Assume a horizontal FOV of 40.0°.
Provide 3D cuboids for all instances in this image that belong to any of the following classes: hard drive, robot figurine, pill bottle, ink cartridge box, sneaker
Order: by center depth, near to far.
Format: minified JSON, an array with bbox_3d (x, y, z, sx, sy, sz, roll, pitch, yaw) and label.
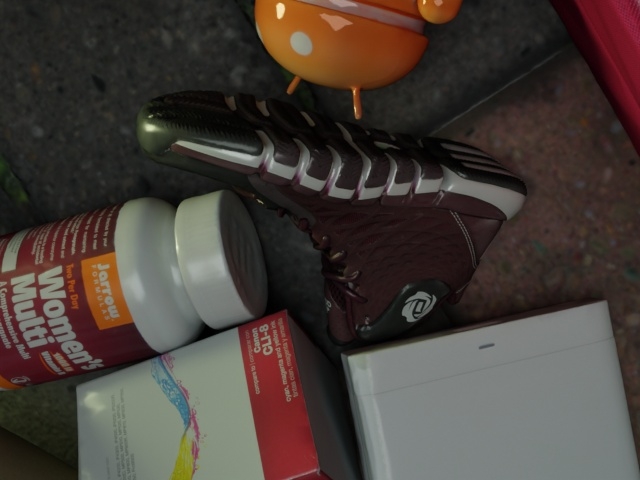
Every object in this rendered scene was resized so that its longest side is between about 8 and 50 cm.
[{"bbox_3d":[0.028,-0.197,0.592,0.158,0.128,0.220,16,103,5],"label":"robot figurine"},{"bbox_3d":[0.000,0.000,0.617,0.281,0.106,0.163,10,114,-18],"label":"sneaker"},{"bbox_3d":[0.142,0.213,0.645,0.202,0.040,0.308,-11,90,-11],"label":"hard drive"},{"bbox_3d":[-0.073,0.156,0.652,0.176,0.128,0.127,-20,56,9],"label":"ink cartridge box"},{"bbox_3d":[-0.161,0.036,0.673,0.221,0.121,0.121,-14,98,12],"label":"pill bottle"}]

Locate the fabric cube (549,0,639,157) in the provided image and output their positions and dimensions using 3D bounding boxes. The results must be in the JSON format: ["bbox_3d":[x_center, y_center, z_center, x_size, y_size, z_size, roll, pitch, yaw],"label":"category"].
[{"bbox_3d":[0.302,-0.121,0.497,0.254,0.259,0.258,-29,95,14],"label":"fabric cube"}]

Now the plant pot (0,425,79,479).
[{"bbox_3d":[-0.273,0.256,0.690,0.273,0.256,0.257,18,104,-13],"label":"plant pot"}]
